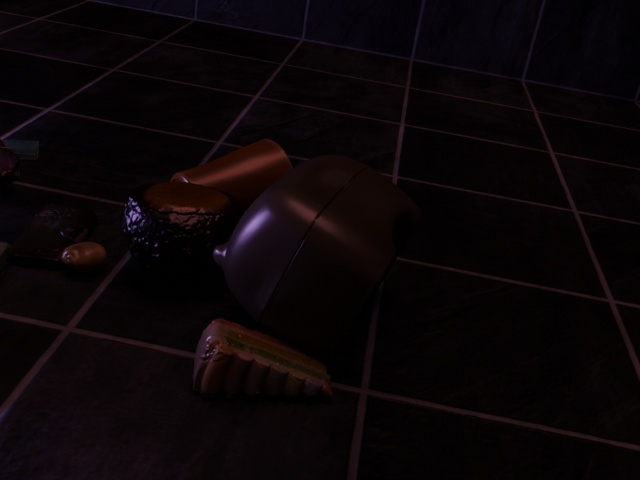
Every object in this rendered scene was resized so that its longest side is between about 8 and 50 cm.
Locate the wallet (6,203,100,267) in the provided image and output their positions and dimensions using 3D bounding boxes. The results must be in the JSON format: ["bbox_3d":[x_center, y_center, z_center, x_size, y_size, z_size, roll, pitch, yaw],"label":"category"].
[{"bbox_3d":[-0.526,-0.013,1.553,0.121,0.031,0.232,7,25,-1],"label":"wallet"}]

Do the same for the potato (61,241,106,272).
[{"bbox_3d":[-0.440,0.030,1.461,0.068,0.062,0.083,-9,-13,25],"label":"potato"}]

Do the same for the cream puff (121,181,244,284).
[{"bbox_3d":[-0.260,-0.015,1.494,0.238,0.165,0.239,8,22,-3],"label":"cream puff"}]

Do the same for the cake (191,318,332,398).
[{"bbox_3d":[-0.086,0.187,1.239,0.225,0.090,0.109,6,21,-13],"label":"cake"}]

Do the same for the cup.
[{"bbox_3d":[-0.177,-0.093,1.717,0.263,0.182,0.226,-19,69,-34],"label":"cup"}]

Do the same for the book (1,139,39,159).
[{"bbox_3d":[-0.757,-0.222,1.911,0.134,0.017,0.103,1,27,-17],"label":"book"}]

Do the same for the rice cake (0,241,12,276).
[{"bbox_3d":[-0.588,0.087,1.297,0.066,0.063,0.336,12,24,-10],"label":"rice cake"}]

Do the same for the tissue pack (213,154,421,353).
[{"bbox_3d":[0.000,0.000,1.406,0.276,0.267,0.387,34,27,4],"label":"tissue pack"}]

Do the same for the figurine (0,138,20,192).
[{"bbox_3d":[-0.766,-0.192,1.714,0.263,0.142,0.189,30,10,35],"label":"figurine"}]
